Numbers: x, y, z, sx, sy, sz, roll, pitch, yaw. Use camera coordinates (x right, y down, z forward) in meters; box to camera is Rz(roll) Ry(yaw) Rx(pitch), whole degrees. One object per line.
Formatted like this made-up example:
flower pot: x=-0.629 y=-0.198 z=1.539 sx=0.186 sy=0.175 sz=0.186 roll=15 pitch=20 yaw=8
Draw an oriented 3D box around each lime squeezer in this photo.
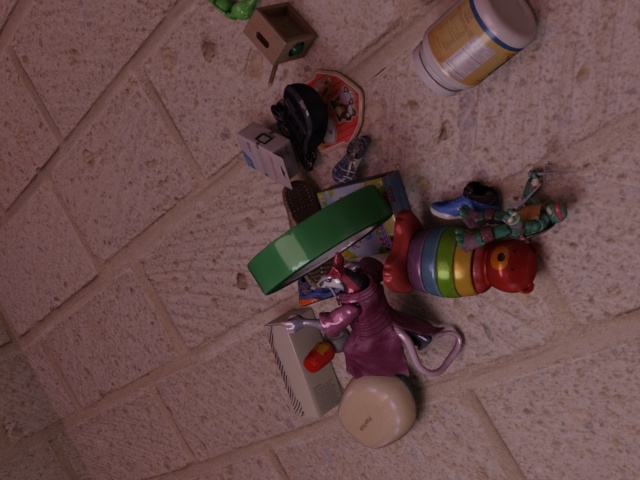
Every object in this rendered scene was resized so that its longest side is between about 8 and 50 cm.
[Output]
lime squeezer: x=-0.213 y=-0.576 z=1.927 sx=0.310 sy=0.059 sz=0.109 roll=10 pitch=116 yaw=40

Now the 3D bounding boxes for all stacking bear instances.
stacking bear: x=0.302 y=0.045 z=1.687 sx=0.289 sy=0.164 sz=0.175 roll=5 pitch=69 yaw=30

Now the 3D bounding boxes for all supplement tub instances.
supplement tub: x=0.281 y=-0.372 z=1.511 sx=0.200 sy=0.144 sz=0.144 roll=-36 pitch=84 yaw=46

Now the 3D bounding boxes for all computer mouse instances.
computer mouse: x=-0.035 y=-0.281 z=1.846 sx=0.188 sy=0.072 sz=0.272 roll=60 pitch=168 yaw=8

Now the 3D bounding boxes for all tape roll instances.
tape roll: x=0.000 y=0.000 z=1.718 sx=0.321 sy=0.321 sz=0.077 roll=-39 pitch=82 yaw=45

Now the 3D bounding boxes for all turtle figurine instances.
turtle figurine: x=0.379 y=-0.051 z=1.554 sx=0.234 sy=0.175 sz=0.118 roll=-18 pitch=106 yaw=30

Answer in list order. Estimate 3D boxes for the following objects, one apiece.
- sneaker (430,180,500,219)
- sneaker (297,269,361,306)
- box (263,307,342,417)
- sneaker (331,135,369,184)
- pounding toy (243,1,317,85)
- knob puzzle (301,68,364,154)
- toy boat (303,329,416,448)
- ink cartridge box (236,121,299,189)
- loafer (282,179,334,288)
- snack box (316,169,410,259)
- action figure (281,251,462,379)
sneaker: x=0.298 y=-0.087 z=1.691 sx=0.152 sy=0.058 sz=0.084 roll=12 pitch=123 yaw=34
sneaker: x=0.013 y=0.102 z=2.031 sx=0.221 sy=0.083 sz=0.087 roll=-22 pitch=86 yaw=42
box: x=-0.043 y=0.327 z=2.165 sx=0.094 sy=0.113 sz=0.275 roll=-12 pitch=100 yaw=46
sneaker: x=0.075 y=-0.183 z=1.853 sx=0.052 sy=0.058 sz=0.135 roll=38 pitch=127 yaw=4
pounding toy: x=-0.093 y=-0.442 z=1.828 sx=0.141 sy=0.130 sz=0.100 roll=51 pitch=135 yaw=12
knob puzzle: x=0.024 y=-0.301 z=1.861 sx=0.213 sy=0.030 sz=0.213 roll=19 pitch=121 yaw=35
toy boat: x=0.108 y=0.360 z=2.039 sx=0.318 sy=0.148 sz=0.267 roll=44 pitch=138 yaw=8
ink cartridge box: x=-0.115 y=-0.206 z=1.970 sx=0.180 sy=0.060 sz=0.104 roll=31 pitch=151 yaw=39
loafer: x=-0.023 y=-0.014 z=1.986 sx=0.092 sy=0.102 sz=0.268 roll=81 pitch=175 yaw=-84
snack box: x=0.108 y=-0.054 z=1.874 sx=0.207 sy=0.070 sz=0.174 roll=-11 pitch=102 yaw=46
action figure: x=0.106 y=0.174 z=1.779 sx=0.276 sy=0.248 sz=0.370 roll=18 pitch=152 yaw=38
